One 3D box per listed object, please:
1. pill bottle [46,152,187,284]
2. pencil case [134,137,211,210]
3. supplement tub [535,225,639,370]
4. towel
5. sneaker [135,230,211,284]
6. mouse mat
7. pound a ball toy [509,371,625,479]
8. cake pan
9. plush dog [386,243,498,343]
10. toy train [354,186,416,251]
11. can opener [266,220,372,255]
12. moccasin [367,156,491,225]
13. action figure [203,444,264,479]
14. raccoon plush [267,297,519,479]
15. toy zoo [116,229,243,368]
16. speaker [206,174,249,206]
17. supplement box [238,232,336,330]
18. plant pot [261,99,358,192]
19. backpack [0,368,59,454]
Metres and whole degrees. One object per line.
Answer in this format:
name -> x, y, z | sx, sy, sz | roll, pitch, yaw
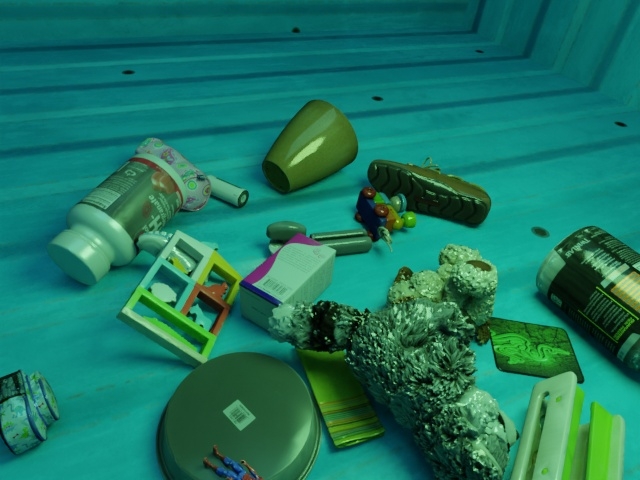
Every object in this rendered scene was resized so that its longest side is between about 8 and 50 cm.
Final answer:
pill bottle -> -0.480, -0.052, 1.091 | 0.176, 0.176, 0.319 | 19, 50, 14
pencil case -> -0.433, -0.195, 1.325 | 0.124, 0.124, 0.284 | -26, 49, -33
supplement tub -> 0.677, 0.139, 1.012 | 0.207, 0.207, 0.338 | -15, 45, -24
towel -> 0.032, 0.281, 0.888 | 0.102, 0.021, 0.237 | -4, 40, -24
sneaker -> -0.333, 0.046, 1.049 | 0.190, 0.071, 0.083 | 26, 46, -25
mouse mat -> 0.476, 0.241, 1.019 | 0.189, 0.007, 0.153 | 7, 40, 2
pound a ball toy -> 0.412, 0.409, 0.737 | 0.208, 0.136, 0.319 | 42, 46, 2
cake pan -> -0.140, 0.317, 0.804 | 0.292, 0.054, 0.293 | 4, 40, -3
plush dog -> 0.261, 0.130, 1.022 | 0.225, 0.211, 0.262 | -4, 10, 9
toy train -> 0.203, -0.048, 1.256 | 0.143, 0.105, 0.248 | -4, 40, -21
can opener -> 0.000, 0.000, 1.183 | 0.280, 0.093, 0.074 | -2, 39, -17
moccasin -> 0.328, -0.166, 1.387 | 0.379, 0.139, 0.147 | 14, 34, 13
action figure -> -0.125, 0.357, 0.695 | 0.115, 0.030, 0.038 | 25, 38, 18
raccoon plush -> 0.114, 0.285, 0.805 | 0.445, 0.216, 0.299 | -2, 47, 11
toy zoo -> -0.276, 0.102, 0.978 | 0.192, 0.030, 0.293 | 40, 36, -18
speaker -> -0.281, -0.146, 1.340 | 0.136, 0.055, 0.055 | 24, 42, 20
supplement box -> -0.070, 0.095, 1.035 | 0.111, 0.114, 0.220 | 26, 44, 23
plant pot -> -0.050, -0.265, 1.409 | 0.237, 0.237, 0.254 | 30, 59, 26
backpack -> -0.487, 0.282, 0.757 | 0.084, 0.105, 0.114 | -18, 51, -25
